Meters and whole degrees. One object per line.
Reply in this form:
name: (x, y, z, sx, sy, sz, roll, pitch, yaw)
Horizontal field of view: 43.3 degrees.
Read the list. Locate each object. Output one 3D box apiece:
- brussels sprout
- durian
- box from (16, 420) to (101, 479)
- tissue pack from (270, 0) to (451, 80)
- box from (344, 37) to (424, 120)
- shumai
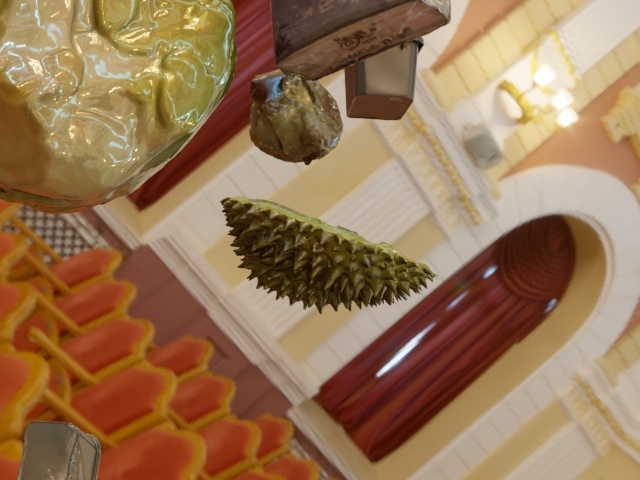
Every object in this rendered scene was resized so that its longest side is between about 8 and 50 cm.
brussels sprout: (-0.244, -0.177, 0.807, 0.268, 0.344, 0.344, 52, -5, -17)
durian: (0.001, 0.006, 1.202, 0.356, 0.169, 0.157, 21, -49, 10)
box: (-0.508, 0.479, 1.510, 0.178, 0.138, 0.274, 100, -7, -63)
tissue pack: (0.044, -0.483, 1.268, 0.124, 0.288, 0.394, 13, 68, -47)
box: (0.127, -0.347, 1.739, 0.243, 0.163, 0.134, 139, -47, -83)
shumai: (-0.049, -0.236, 1.481, 0.184, 0.184, 0.142, 49, 3, 19)
